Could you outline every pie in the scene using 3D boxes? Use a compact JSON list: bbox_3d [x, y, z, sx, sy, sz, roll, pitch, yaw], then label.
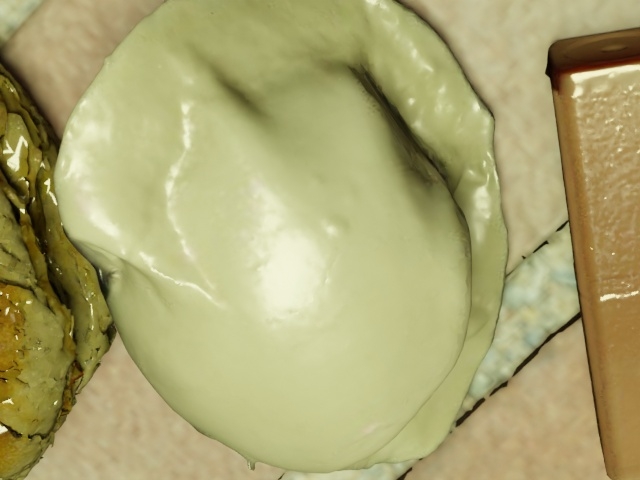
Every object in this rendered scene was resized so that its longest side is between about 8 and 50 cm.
[{"bbox_3d":[-0.158,0.011,0.579,0.163,0.079,0.193,-26,105,17],"label":"pie"}]

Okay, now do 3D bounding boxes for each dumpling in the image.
[{"bbox_3d":[-0.001,-0.001,0.558,0.176,0.092,0.150,45,94,-6],"label":"dumpling"}]

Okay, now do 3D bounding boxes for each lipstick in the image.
[{"bbox_3d":[0.106,0.005,0.568,0.045,0.045,0.145,-8,108,6],"label":"lipstick"}]
